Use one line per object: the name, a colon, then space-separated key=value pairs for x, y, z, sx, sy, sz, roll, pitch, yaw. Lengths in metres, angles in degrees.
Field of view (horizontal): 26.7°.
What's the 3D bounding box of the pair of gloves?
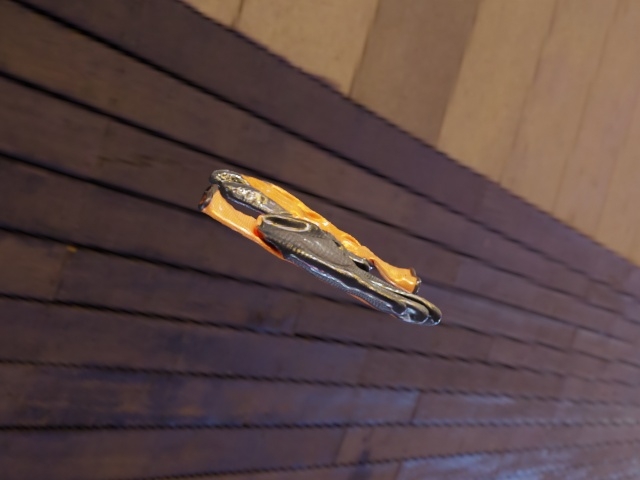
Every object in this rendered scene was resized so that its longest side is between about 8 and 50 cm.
pair of gloves: x=0.000 y=0.000 z=0.395 sx=0.010 sy=0.074 sz=0.083 roll=-60 pitch=-174 yaw=8
